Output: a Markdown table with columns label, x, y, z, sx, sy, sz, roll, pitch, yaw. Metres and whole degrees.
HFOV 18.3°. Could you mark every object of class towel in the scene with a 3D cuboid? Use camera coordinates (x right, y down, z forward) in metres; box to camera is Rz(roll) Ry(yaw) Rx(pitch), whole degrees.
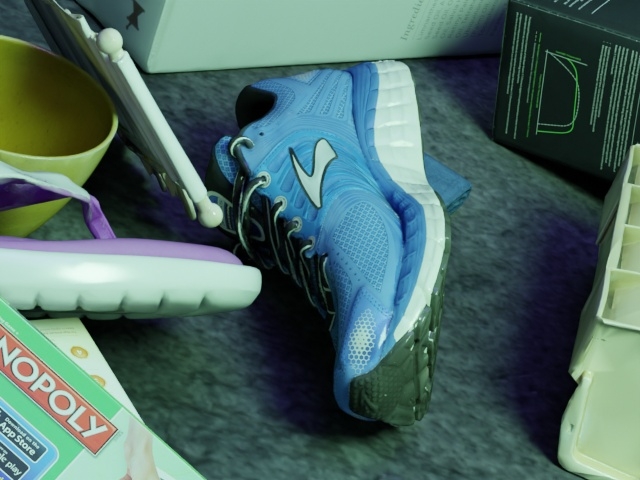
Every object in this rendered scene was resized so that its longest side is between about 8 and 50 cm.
| label | x | y | z | sx | sy | sz | roll | pitch | yaw |
| --- | --- | --- | --- | --- | --- | --- | --- | --- | --- |
| towel | 0.049 | -0.053 | 1.448 | 0.119 | 0.029 | 0.067 | 33 | 33 | 17 |

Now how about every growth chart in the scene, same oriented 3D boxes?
| label | x | y | z | sx | sy | sz | roll | pitch | yaw |
| --- | --- | --- | --- | --- | --- | --- | --- | --- | --- |
| growth chart | -0.143 | -0.107 | 1.299 | 0.021 | 0.172 | 0.237 | -35 | 37 | -9 |

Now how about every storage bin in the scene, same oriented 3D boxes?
| label | x | y | z | sx | sy | sz | roll | pitch | yaw |
| --- | --- | --- | --- | --- | --- | --- | --- | --- | --- |
| storage bin | 0.296 | 0.078 | 1.323 | 0.260 | 0.123 | 0.262 | 23 | 32 | 1 |

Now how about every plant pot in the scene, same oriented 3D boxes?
| label | x | y | z | sx | sy | sz | roll | pitch | yaw |
| --- | --- | --- | --- | --- | --- | --- | --- | --- | --- |
| plant pot | -0.203 | -0.053 | 1.222 | 0.134 | 0.095 | 0.134 | 17 | 33 | -11 |

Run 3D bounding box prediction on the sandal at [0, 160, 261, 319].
| label | x | y | z | sx | sy | sz | roll | pitch | yaw |
| --- | --- | --- | --- | --- | --- | --- | --- | --- | --- |
| sandal | -0.221 | -0.014 | 1.079 | 0.416 | 0.102 | 0.169 | 5 | -4 | -25 |

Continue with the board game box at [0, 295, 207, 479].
| label | x | y | z | sx | sy | sz | roll | pitch | yaw |
| --- | --- | --- | --- | --- | --- | --- | --- | --- | --- |
| board game box | -0.130 | 0.163 | 0.880 | 0.317 | 0.046 | 0.213 | 42 | 44 | 1 |

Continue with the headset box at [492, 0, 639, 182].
| label | x | y | z | sx | sy | sz | roll | pitch | yaw |
| --- | --- | --- | --- | --- | --- | --- | --- | --- | --- |
| headset box | 0.320 | -0.136 | 1.559 | 0.283 | 0.131 | 0.246 | 21 | 37 | 26 |

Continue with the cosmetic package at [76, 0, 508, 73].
| label | x | y | z | sx | sy | sz | roll | pitch | yaw |
| --- | --- | --- | --- | --- | --- | --- | --- | --- | --- |
| cosmetic package | 0.005 | -0.273 | 1.624 | 0.453 | 0.161 | 0.230 | -8 | 43 | -40 |

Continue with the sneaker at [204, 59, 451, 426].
| label | x | y | z | sx | sy | sz | roll | pitch | yaw |
| --- | --- | --- | --- | --- | --- | --- | --- | --- | --- |
| sneaker | 0.000 | 0.000 | 1.276 | 0.147 | 0.129 | 0.330 | -1 | 35 | -7 |

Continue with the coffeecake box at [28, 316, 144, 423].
| label | x | y | z | sx | sy | sz | roll | pitch | yaw |
| --- | --- | --- | --- | --- | --- | --- | --- | --- | --- |
| coffeecake box | -0.157 | 0.126 | 1.009 | 0.142 | 0.068 | 0.185 | -3 | 40 | -35 |
